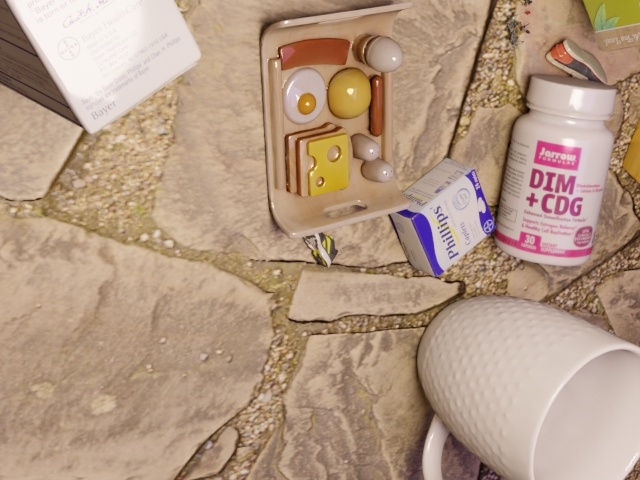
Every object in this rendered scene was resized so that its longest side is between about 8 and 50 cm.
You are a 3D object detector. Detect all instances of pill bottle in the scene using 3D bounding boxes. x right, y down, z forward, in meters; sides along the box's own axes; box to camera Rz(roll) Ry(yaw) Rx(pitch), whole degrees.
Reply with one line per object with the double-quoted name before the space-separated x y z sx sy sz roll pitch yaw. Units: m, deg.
"pill bottle" 0.379 -0.115 1.690 0.160 0.160 0.283 -5 110 -35

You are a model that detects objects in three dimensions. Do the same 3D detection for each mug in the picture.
"mug" 0.295 0.270 1.673 0.276 0.328 0.374 29 90 -39

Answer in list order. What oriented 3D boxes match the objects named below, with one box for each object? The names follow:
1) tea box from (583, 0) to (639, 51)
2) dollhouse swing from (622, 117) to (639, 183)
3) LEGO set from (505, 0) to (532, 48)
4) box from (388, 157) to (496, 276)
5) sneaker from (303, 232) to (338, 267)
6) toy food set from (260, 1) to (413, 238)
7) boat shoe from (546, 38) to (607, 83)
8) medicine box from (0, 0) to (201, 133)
"tea box" 0.548 -0.501 1.572 0.329 0.220 0.324 -32 106 -22
"dollhouse swing" 0.783 -0.140 1.883 0.346 0.305 0.315 12 101 -38
"LEGO set" 0.306 -0.339 1.641 0.054 0.023 0.083 38 71 -42
"box" 0.188 -0.035 1.640 0.137 0.072 0.126 -38 125 -17
"sneaker" 0.000 0.000 1.549 0.035 0.031 0.083 -48 134 -28
"toy food set" 0.037 -0.168 1.464 0.219 0.092 0.306 -16 116 -31
"boat shoe" 0.424 -0.286 1.732 0.043 0.049 0.137 -33 143 33
"medicine box" -0.293 -0.286 1.066 0.149 0.263 0.289 -38 126 -19
